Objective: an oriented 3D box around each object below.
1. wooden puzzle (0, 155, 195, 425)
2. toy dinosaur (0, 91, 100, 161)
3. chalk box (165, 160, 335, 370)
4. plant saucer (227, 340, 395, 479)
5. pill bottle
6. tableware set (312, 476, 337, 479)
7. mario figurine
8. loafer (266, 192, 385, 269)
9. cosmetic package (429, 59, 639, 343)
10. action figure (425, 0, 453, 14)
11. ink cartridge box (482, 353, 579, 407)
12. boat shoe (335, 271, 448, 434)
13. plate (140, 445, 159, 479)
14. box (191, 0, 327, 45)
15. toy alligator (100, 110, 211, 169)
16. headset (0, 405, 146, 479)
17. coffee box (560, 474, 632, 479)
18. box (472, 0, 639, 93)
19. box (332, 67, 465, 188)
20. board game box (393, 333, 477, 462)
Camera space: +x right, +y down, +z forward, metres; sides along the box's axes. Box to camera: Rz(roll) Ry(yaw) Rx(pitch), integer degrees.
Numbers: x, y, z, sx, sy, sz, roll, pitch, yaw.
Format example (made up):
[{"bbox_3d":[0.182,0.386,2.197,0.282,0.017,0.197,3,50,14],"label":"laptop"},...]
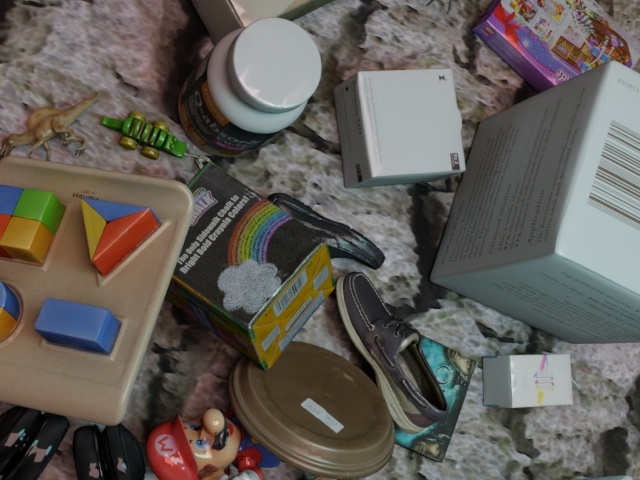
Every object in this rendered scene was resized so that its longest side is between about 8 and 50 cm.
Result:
[{"bbox_3d":[-0.371,0.051,1.365,0.322,0.080,0.348,9,70,15],"label":"wooden puzzle"},{"bbox_3d":[-0.393,-0.171,1.494,0.183,0.053,0.092,-33,68,-20],"label":"toy dinosaur"},{"bbox_3d":[-0.147,0.023,1.485,0.289,0.179,0.180,34,71,21],"label":"chalk box"},{"bbox_3d":[-0.006,0.245,1.512,0.278,0.278,0.041,17,120,-19],"label":"plant saucer"},{"bbox_3d":[-0.109,-0.229,1.503,0.162,0.278,0.162,3,82,-21],"label":"pill bottle"},{"bbox_3d":[-0.030,0.427,1.554,0.141,0.020,0.169,-21,125,-11],"label":"tableware set"},{"bbox_3d":[-0.103,0.285,1.486,0.320,0.198,0.170,-5,94,-30],"label":"mario figurine"},{"bbox_3d":[0.000,0.000,1.632,0.223,0.076,0.078,27,80,-12],"label":"loafer"},{"bbox_3d":[0.444,-0.038,1.636,0.327,0.393,0.329,24,75,-17],"label":"cosmetic package"},{"bbox_3d":[0.239,-0.551,1.759,0.164,0.141,0.276,9,77,-22],"label":"action figure"},{"bbox_3d":[0.368,0.244,1.735,0.143,0.092,0.090,1,82,-23],"label":"ink cartridge box"},{"bbox_3d":[0.121,0.171,1.617,0.103,0.092,0.285,-13,75,-52],"label":"boat shoe"},{"bbox_3d":[-0.267,0.405,1.499,0.188,0.024,0.188,3,82,-22],"label":"plate"},{"bbox_3d":[-0.046,-0.434,1.627,0.311,0.148,0.121,-31,96,-21],"label":"box"},{"bbox_3d":[-0.250,-0.156,1.560,0.189,0.051,0.056,23,76,-18],"label":"toy alligator"},{"bbox_3d":[-0.362,0.299,1.433,0.243,0.185,0.394,15,91,-11],"label":"headset"},{"bbox_3d":[0.289,0.577,1.482,0.334,0.338,0.338,-17,89,-43],"label":"coffee box"},{"bbox_3d":[0.448,-0.375,1.861,0.293,0.057,0.201,40,70,-13],"label":"box"},{"bbox_3d":[0.132,-0.189,1.680,0.182,0.119,0.181,-5,85,-22],"label":"box"},{"bbox_3d":[0.183,0.268,1.694,0.126,0.026,0.186,26,75,-16],"label":"board game box"}]
